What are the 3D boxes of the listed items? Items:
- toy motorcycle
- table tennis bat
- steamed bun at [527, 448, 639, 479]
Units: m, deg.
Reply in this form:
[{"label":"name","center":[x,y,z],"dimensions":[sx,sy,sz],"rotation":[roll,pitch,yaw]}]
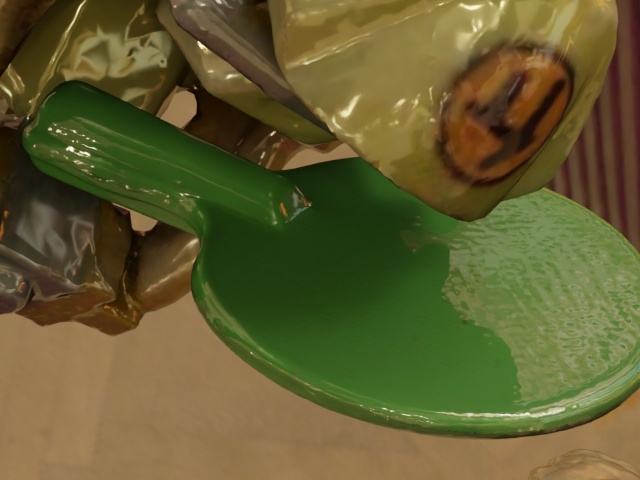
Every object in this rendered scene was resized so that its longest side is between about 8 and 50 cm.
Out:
[{"label":"toy motorcycle","center":[-0.026,-0.095,0.647],"dimensions":[0.410,0.169,0.237],"rotation":[-16,53,43]},{"label":"table tennis bat","center":[0.000,0.000,0.622],"dimensions":[0.257,0.039,0.160],"rotation":[24,35,22]},{"label":"steamed bun","center":[0.153,0.171,0.680],"dimensions":[0.155,0.141,0.172],"rotation":[3,94,13]}]
